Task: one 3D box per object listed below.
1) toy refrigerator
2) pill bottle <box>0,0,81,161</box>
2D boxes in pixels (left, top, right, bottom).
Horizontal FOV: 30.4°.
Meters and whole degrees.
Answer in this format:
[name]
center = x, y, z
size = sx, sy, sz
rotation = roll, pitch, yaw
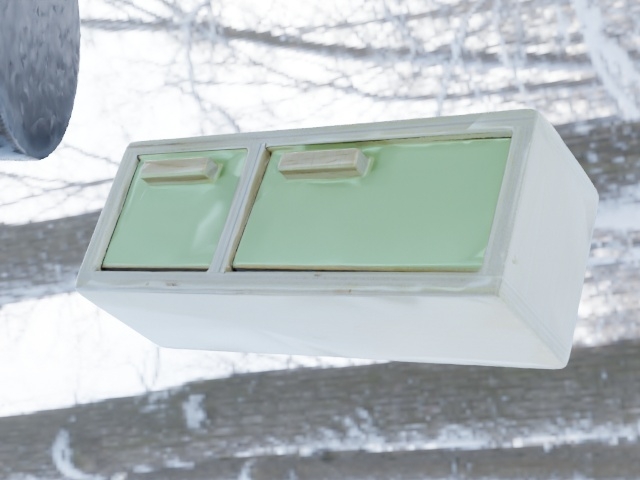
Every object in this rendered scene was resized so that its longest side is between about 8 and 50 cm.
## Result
[toy refrigerator]
center = 0.000, 0.000, 0.636
size = 0.094, 0.269, 0.102
rotation = 42, -123, -46
[pill bottle]
center = -0.206, -0.077, 0.422
size = 0.123, 0.219, 0.123
rotation = 2, -90, -83
